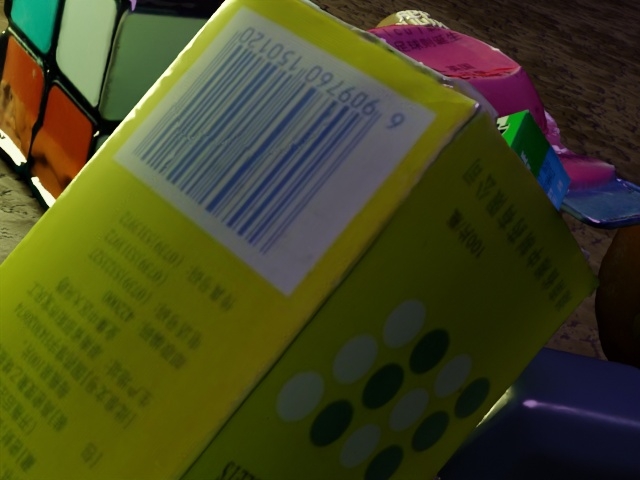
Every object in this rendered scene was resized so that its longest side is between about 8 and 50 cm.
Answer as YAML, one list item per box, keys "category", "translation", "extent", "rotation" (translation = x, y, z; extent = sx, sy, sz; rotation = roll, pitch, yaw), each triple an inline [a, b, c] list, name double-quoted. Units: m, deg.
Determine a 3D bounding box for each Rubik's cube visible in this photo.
- category: "Rubik's cube"
  translation: [-0.123, -0.117, 0.838]
  extent: [0.167, 0.180, 0.183]
  rotation: [-3, 30, -39]

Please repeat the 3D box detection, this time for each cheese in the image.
- category: "cheese"
  translation: [0.090, -0.067, 0.674]
  extent: [0.155, 0.062, 0.244]
  rotation: [-10, 36, -40]

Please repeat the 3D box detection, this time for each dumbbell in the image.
- category: "dumbbell"
  translation: [0.087, 0.065, 0.641]
  extent: [0.160, 0.144, 0.325]
  rotation: [10, 25, -12]

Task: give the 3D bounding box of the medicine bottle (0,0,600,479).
- category: "medicine bottle"
  translation: [-0.033, 0.044, 0.455]
  extent: [0.141, 0.250, 0.137]
  rotation: [37, -5, 36]

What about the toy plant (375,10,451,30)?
- category: "toy plant"
  translation: [0.111, -0.148, 1.150]
  extent: [0.143, 0.105, 0.200]
  rotation: [-3, 43, -22]

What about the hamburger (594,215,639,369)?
- category: "hamburger"
  translation: [0.316, 0.046, 0.678]
  extent: [0.291, 0.291, 0.225]
  rotation: [1, 38, -32]

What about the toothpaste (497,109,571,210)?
- category: "toothpaste"
  translation: [0.000, 0.000, 0.625]
  extent: [0.267, 0.050, 0.065]
  rotation: [-14, 32, 38]
